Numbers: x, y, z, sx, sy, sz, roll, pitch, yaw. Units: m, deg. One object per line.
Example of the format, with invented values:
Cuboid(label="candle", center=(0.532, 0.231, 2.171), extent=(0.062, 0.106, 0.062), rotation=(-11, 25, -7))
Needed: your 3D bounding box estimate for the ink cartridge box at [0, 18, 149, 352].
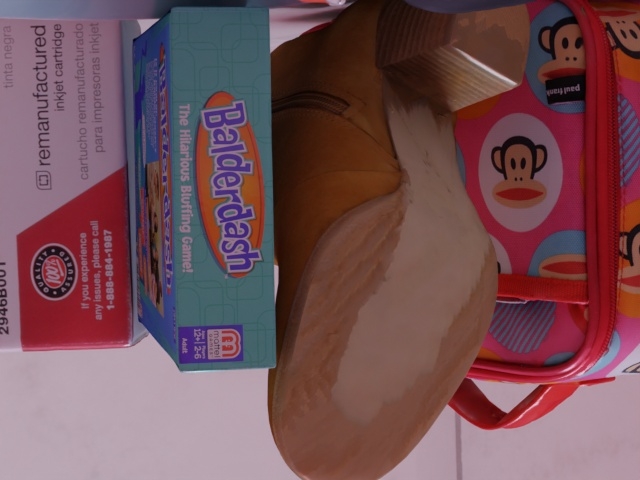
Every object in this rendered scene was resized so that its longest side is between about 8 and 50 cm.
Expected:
Cuboid(label="ink cartridge box", center=(-0.242, -0.033, 0.939), extent=(0.273, 0.197, 0.114), rotation=(-2, -179, 0))

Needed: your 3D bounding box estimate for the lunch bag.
Cuboid(label="lunch bag", center=(0.096, -0.015, 0.984), extent=(0.120, 0.258, 0.293), rotation=(-4, -177, -37))

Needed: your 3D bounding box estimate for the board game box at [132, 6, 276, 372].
Cuboid(label="board game box", center=(-0.062, -0.028, 0.798), extent=(0.047, 0.160, 0.210), rotation=(-1, -176, -11))

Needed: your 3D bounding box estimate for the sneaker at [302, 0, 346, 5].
Cuboid(label="sneaker", center=(-0.024, -0.085, 0.378), extent=(0.065, 0.061, 0.158), rotation=(5, -178, 0))

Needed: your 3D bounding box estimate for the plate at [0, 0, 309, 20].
Cuboid(label="plate", center=(-0.090, -0.113, 0.692), extent=(0.188, 0.024, 0.188), rotation=(-1, -176, 0))

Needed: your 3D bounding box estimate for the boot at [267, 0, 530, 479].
Cuboid(label="boot", center=(-0.001, -0.001, 0.866), extent=(0.104, 0.295, 0.211), rotation=(31, 155, -26))

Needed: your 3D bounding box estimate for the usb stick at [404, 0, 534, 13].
Cuboid(label="usb stick", center=(0.082, -0.096, 0.432), extent=(0.077, 0.045, 0.278), rotation=(-2, -178, -13))
